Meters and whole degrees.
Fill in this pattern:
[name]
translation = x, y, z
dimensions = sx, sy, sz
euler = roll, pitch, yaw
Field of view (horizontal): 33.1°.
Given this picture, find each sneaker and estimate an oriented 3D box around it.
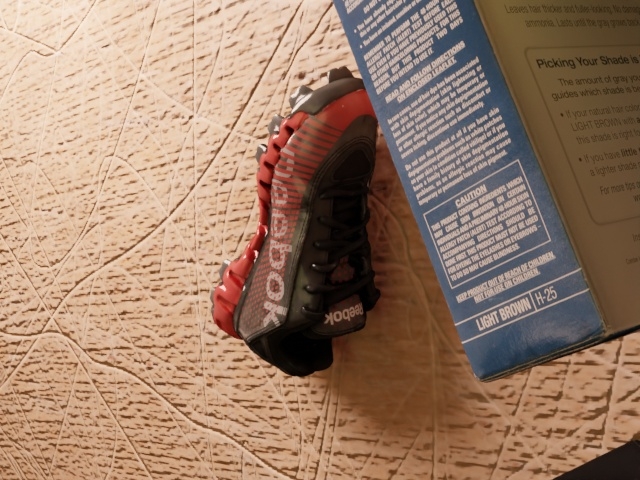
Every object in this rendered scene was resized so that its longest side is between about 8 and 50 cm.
[sneaker]
translation = 0.000, 0.000, 0.861
dimensions = 0.135, 0.098, 0.276
euler = 47, 131, 32

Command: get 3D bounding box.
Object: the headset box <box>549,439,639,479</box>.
[headset box]
translation = 0.256, 0.283, 0.620
dimensions = 0.218, 0.110, 0.293
euler = 2, 99, 47

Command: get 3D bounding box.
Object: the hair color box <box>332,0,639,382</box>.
[hair color box]
translation = 0.121, -0.107, 0.646
dimensions = 0.105, 0.174, 0.347
euler = -31, 74, 48
